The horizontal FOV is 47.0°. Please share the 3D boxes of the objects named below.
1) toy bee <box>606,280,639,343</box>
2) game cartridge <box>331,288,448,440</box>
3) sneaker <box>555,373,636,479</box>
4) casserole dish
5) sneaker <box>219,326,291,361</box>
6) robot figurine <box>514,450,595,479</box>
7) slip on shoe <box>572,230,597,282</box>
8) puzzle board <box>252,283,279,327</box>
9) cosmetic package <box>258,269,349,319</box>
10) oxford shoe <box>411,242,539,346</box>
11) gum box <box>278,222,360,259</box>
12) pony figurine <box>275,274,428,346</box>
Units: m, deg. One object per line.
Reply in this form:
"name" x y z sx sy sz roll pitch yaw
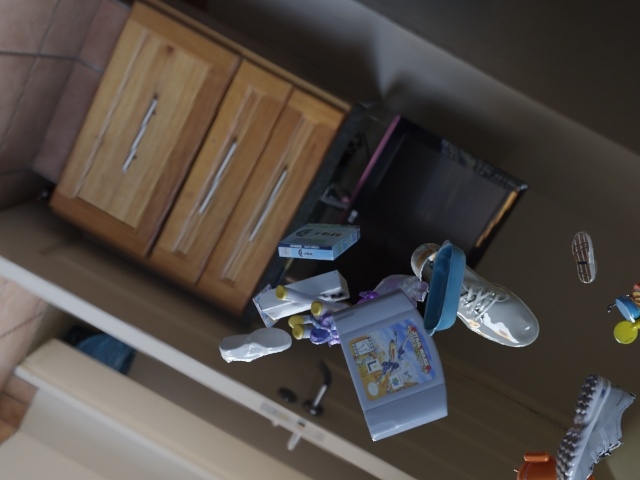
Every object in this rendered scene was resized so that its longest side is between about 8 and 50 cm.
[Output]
"toy bee" 0.766 0.168 1.670 0.195 0.162 0.298 -40 160 21
"game cartridge" 0.160 0.263 1.614 0.198 0.297 0.062 -23 158 9
"sneaker" 0.594 0.437 1.582 0.105 0.115 0.281 -43 152 -83
"casserole dish" 0.239 0.093 1.401 0.114 0.036 0.189 129 -25 -76
"sneaker" -0.188 0.319 2.179 0.080 0.212 0.094 -95 179 -47
"robot figurine" 0.620 0.644 1.967 0.219 0.158 0.128 -28 -138 51
"slip on shoe" 0.664 0.037 1.834 0.041 0.135 0.051 -26 -164 -37
"puzzle board" -0.177 0.227 2.533 0.011 0.128 0.096 -9 -156 40
"cosmetic package" -0.045 0.157 2.093 0.099 0.239 0.061 52 24 -60
"oxford shoe" 0.460 0.174 2.215 0.169 0.449 0.130 -53 178 8
"gum box" 0.000 0.000 1.947 0.184 0.156 0.041 -37 126 -59
"pony figurine" 0.101 0.215 2.002 0.351 0.363 0.303 16 -84 56
